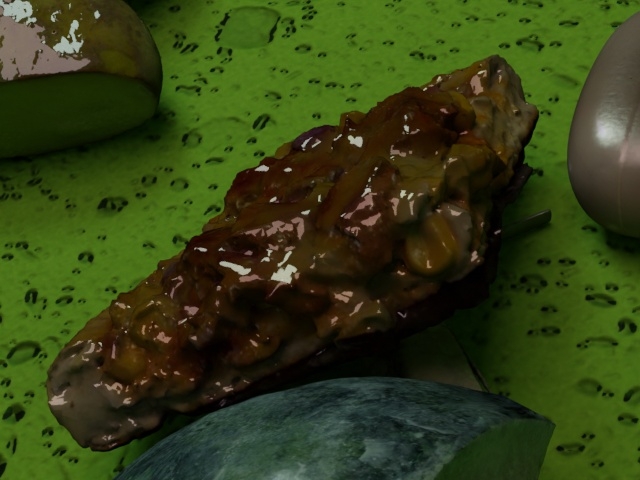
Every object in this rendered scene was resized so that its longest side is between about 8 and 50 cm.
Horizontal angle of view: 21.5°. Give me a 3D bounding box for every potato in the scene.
[{"bbox_3d":[-0.263,-0.150,1.357,0.298,0.141,0.176,9,73,26],"label":"potato"}]

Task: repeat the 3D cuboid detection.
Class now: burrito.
[{"bbox_3d":[0.066,0.096,1.072,0.063,0.058,0.229,-1,35,-22],"label":"burrito"}]

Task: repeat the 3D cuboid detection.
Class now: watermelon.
[{"bbox_3d":[0.011,0.184,0.945,0.289,0.214,0.320,-25,6,-21],"label":"watermelon"}]

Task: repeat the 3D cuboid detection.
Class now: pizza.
[{"bbox_3d":[0.000,0.000,1.095,0.409,0.114,0.277,-37,16,-16],"label":"pizza"}]

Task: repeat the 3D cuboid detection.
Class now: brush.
[{"bbox_3d":[0.123,-0.001,1.174,0.083,0.016,0.013,-22,57,-2],"label":"brush"}]

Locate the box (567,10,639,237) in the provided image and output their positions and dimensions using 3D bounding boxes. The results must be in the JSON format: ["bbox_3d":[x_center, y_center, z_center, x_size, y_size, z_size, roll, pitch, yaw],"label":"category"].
[{"bbox_3d":[0.249,-0.085,1.161,0.146,0.088,0.200,8,50,23],"label":"box"}]
